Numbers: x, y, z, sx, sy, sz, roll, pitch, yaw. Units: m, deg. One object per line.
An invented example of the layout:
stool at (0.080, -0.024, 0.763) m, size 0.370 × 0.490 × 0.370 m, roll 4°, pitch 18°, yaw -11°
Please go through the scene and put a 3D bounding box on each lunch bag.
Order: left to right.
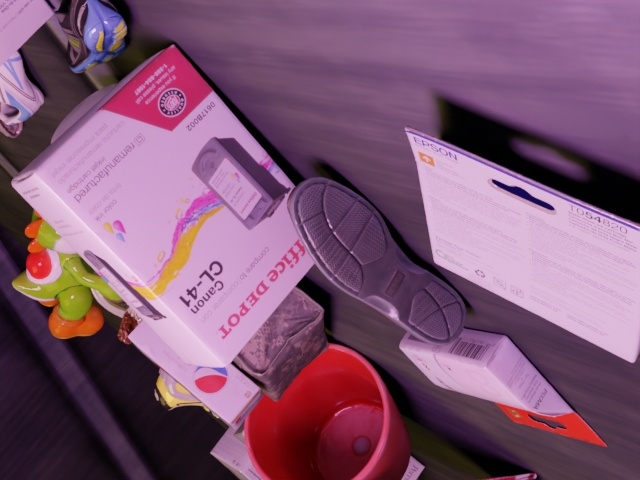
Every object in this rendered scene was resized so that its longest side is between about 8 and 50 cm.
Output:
lunch bag at (-0.139, 0.102, 1.524) m, size 0.287 × 0.169 × 0.235 m, roll 42°, pitch 167°, yaw 15°

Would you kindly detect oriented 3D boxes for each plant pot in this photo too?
plant pot at (0.035, 0.348, 1.676) m, size 0.275 × 0.275 × 0.243 m, roll 26°, pitch 169°, yaw 33°

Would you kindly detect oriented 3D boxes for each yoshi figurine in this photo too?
yoshi figurine at (-0.419, 0.003, 1.686) m, size 0.203 × 0.203 × 0.362 m, roll 17°, pitch 136°, yaw -2°

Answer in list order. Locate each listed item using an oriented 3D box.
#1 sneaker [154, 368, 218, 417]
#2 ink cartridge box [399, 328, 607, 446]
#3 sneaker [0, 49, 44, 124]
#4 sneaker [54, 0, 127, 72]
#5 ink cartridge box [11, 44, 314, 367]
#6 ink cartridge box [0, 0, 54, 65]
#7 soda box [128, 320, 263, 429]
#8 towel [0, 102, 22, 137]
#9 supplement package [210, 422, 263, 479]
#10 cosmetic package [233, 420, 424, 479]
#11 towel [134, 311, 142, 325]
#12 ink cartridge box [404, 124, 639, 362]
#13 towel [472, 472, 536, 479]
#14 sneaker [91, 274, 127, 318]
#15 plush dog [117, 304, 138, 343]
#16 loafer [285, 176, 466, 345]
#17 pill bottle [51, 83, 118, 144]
sneaker at (-0.150, 0.250, 1.747) m, size 0.384 × 0.147 × 0.145 m, roll 18°, pitch -154°, yaw -44°
ink cartridge box at (0.234, 0.202, 1.223) m, size 0.232 × 0.066 × 0.189 m, roll 50°, pitch 159°, yaw -21°
sneaker at (-0.509, -0.266, 1.461) m, size 0.085 × 0.086 × 0.237 m, roll 32°, pitch 160°, yaw 25°
sneaker at (-0.269, -0.250, 1.095) m, size 0.078 × 0.067 × 0.188 m, roll 62°, pitch 162°, yaw -3°
ink cartridge box at (-0.164, -0.036, 1.094) m, size 0.306 × 0.226 × 0.131 m, roll 48°, pitch 157°, yaw -17°
ink cartridge box at (-0.494, -0.360, 1.138) m, size 0.211 × 0.121 × 0.289 m, roll 24°, pitch 158°, yaw 40°
soda box at (-0.194, 0.197, 1.460) m, size 0.216 × 0.074 × 0.069 m, roll 37°, pitch 165°, yaw 13°
towel at (-0.653, -0.293, 1.713) m, size 0.187 × 0.049 × 0.282 m, roll 38°, pitch 168°, yaw 4°
supplement package at (-0.112, 0.455, 2.198) m, size 0.134 × 0.244 × 0.139 m, roll 14°, pitch 149°, yaw 50°
cosmetic package at (0.016, 0.459, 2.044) m, size 0.365 × 0.197 × 0.155 m, roll 37°, pitch 161°, yaw -2°
towel at (-0.282, 0.101, 1.651) m, size 0.027 × 0.110 × 0.148 m, roll -148°, pitch 40°, yaw -72°
ink cartridge box at (0.188, -0.006, 0.810) m, size 0.223 × 0.045 × 0.224 m, roll 28°, pitch 159°, yaw 27°
towel at (0.185, 0.446, 1.596) m, size 0.329 × 0.037 × 0.237 m, roll -6°, pitch 160°, yaw -4°
sneaker at (-0.359, 0.129, 2.140) m, size 0.182 × 0.158 × 0.410 m, roll -19°, pitch 124°, yaw 33°
plush dog at (-0.248, 0.118, 1.777) m, size 0.225 × 0.211 × 0.262 m, roll 17°, pitch 165°, yaw -10°
loafer at (0.054, 0.030, 1.091) m, size 0.267 × 0.096 × 0.084 m, roll 42°, pitch 168°, yaw -19°
pill bottle at (-0.228, -0.075, 1.272) m, size 0.153 × 0.153 × 0.265 m, roll 14°, pitch 151°, yaw 52°
